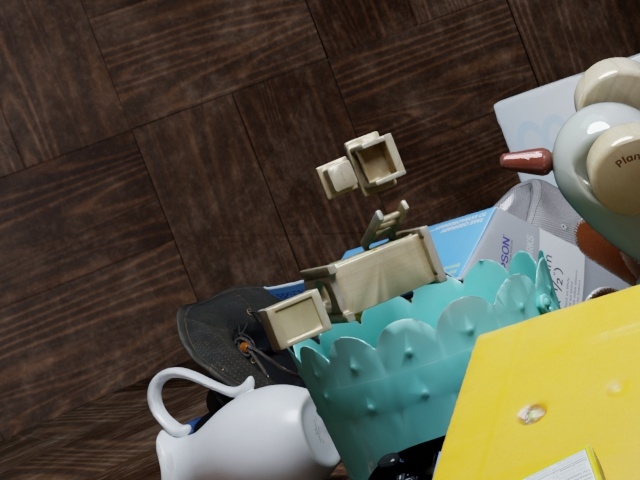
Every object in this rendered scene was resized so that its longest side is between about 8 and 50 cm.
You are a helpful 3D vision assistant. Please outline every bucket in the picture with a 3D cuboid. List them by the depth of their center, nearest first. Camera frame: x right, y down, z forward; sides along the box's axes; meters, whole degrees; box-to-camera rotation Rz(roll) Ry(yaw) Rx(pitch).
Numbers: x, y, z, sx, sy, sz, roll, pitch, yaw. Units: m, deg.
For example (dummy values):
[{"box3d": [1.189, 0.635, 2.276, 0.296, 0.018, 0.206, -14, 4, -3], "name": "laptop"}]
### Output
[{"box3d": [0.124, 0.138, 1.747, 0.281, 0.183, 0.281, -20, 4, 1], "name": "bucket"}]

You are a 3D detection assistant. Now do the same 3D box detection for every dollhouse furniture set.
[{"box3d": [0.000, 0.000, 1.758, 0.182, 0.161, 0.101, -22, 3, -18], "name": "dollhouse furniture set"}]

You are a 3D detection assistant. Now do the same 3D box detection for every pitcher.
[{"box3d": [-0.090, 0.207, 1.973, 0.207, 0.178, 0.125, -20, -2, 30], "name": "pitcher"}]

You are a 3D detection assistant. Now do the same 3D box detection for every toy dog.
[{"box3d": [0.273, 0.000, 1.727, 0.161, 0.334, 0.220, -12, 10, 10], "name": "toy dog"}]

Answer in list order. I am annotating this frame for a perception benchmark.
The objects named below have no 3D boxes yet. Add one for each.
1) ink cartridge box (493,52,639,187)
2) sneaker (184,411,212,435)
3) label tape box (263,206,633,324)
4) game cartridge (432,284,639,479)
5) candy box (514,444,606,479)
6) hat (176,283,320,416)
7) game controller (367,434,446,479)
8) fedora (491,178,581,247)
[{"box3d": [0.434, -0.090, 2.382, 0.091, 0.308, 0.385, -22, 4, -40], "name": "ink cartridge box"}, {"box3d": [-0.099, 0.236, 2.464, 0.090, 0.081, 0.232, -16, 12, 28], "name": "sneaker"}, {"box3d": [0.149, 0.052, 2.045, 0.347, 0.115, 0.249, 26, -28, -34], "name": "label tape box"}, {"box3d": [0.243, 0.132, 1.412, 0.323, 0.053, 0.285, -18, 27, 29], "name": "game cartridge"}, {"box3d": [0.114, 0.224, 1.294, 0.206, 0.027, 0.105, -28, 25, 10], "name": "candy box"}, {"box3d": [-0.039, 0.187, 2.186, 0.331, 0.331, 0.134, -28, -36, -64], "name": "hat"}, {"box3d": [0.178, 0.188, 1.520, 0.319, 0.067, 0.166, -20, 9, 18], "name": "game controller"}, {"box3d": [0.268, 0.018, 2.317, 0.243, 0.124, 0.275, -12, 42, 56], "name": "fedora"}]
